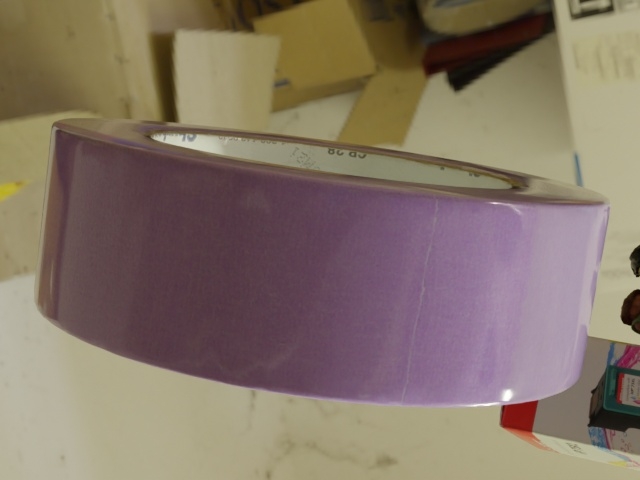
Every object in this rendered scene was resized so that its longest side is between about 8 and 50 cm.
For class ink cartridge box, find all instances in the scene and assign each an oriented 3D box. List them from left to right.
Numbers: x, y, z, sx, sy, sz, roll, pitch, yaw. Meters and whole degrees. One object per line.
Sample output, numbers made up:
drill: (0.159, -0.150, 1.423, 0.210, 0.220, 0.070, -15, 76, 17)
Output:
ink cartridge box: (0.216, 0.120, 0.823, 0.231, 0.078, 0.134, 9, 167, 26)

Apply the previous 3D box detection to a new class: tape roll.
tape roll: (0.000, 0.000, 0.576, 0.275, 0.090, 0.275, 8, -172, -1)

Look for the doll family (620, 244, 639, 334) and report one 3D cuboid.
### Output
doll family: (0.280, 0.009, 0.808, 0.193, 0.076, 0.111, -16, -172, -37)
